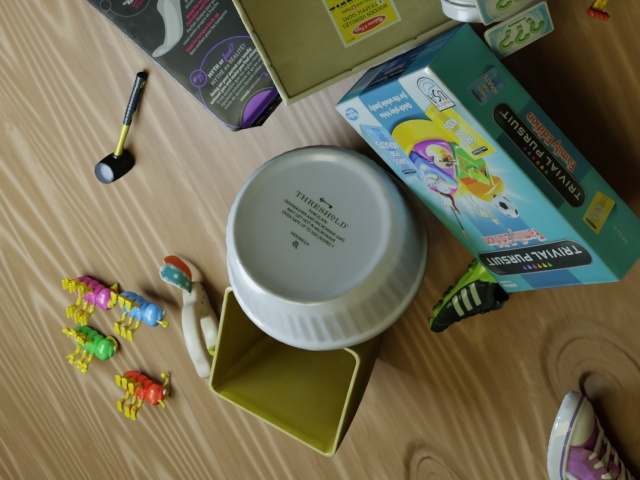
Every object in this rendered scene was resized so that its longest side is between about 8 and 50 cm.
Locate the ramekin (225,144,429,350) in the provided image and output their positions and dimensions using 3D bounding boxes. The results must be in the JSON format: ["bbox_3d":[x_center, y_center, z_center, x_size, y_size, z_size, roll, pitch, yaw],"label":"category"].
[{"bbox_3d":[0.000,0.000,1.820,0.273,0.272,0.127,26,169,17],"label":"ramekin"}]

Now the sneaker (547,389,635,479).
[{"bbox_3d":[0.399,0.320,1.913,0.161,0.102,0.282,10,136,25],"label":"sneaker"}]

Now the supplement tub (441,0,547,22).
[{"bbox_3d":[0.183,-0.356,1.546,0.144,0.144,0.199,8,125,30],"label":"supplement tub"}]

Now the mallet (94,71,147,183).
[{"bbox_3d":[-0.292,-0.163,2.062,0.039,0.062,0.189,31,132,11],"label":"mallet"}]

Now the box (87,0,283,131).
[{"bbox_3d":[-0.141,-0.286,1.779,0.270,0.143,0.165,43,103,2],"label":"box"}]

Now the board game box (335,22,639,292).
[{"bbox_3d":[0.201,-0.085,1.671,0.336,0.079,0.254,46,160,-12],"label":"board game box"}]

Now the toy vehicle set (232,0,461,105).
[{"bbox_3d":[0.041,-0.291,1.658,0.267,0.035,0.166,-25,107,4],"label":"toy vehicle set"}]

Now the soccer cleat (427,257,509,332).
[{"bbox_3d":[0.208,0.079,1.895,0.072,0.060,0.179,39,131,3],"label":"soccer cleat"}]

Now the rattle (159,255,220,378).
[{"bbox_3d":[-0.153,0.105,2.154,0.143,0.130,0.199,-15,84,29],"label":"rattle"}]

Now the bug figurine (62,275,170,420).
[{"bbox_3d":[-0.332,0.157,2.308,0.216,0.072,0.279,29,137,23],"label":"bug figurine"}]

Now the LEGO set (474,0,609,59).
[{"bbox_3d":[0.281,-0.294,1.488,0.060,0.244,0.182,62,-179,40],"label":"LEGO set"}]

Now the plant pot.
[{"bbox_3d":[-0.009,0.138,1.993,0.212,0.187,0.212,28,132,17],"label":"plant pot"}]
